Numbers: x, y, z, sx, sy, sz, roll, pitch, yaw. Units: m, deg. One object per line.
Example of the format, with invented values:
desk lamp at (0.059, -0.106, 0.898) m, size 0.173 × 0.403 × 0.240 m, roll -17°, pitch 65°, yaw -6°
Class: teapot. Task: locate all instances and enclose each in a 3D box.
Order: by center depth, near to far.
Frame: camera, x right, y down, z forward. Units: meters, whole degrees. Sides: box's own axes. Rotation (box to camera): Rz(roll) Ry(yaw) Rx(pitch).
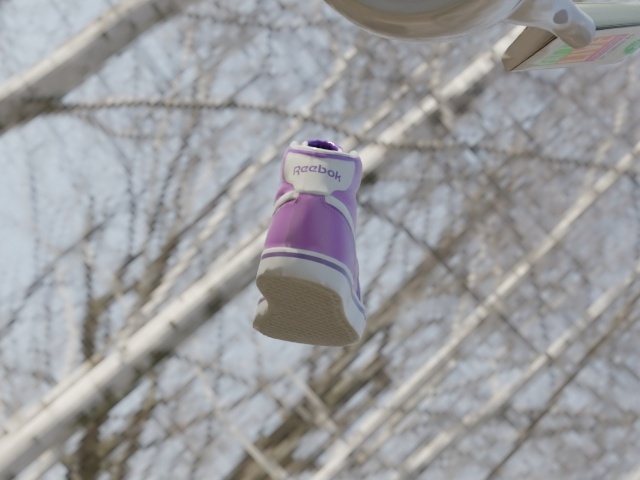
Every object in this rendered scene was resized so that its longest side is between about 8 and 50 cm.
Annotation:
teapot at (0.094, -0.285, 1.564) m, size 0.252 × 0.187 × 0.256 m, roll -2°, pitch -87°, yaw 16°

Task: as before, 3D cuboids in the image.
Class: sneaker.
sneaker at (0.001, 0.000, 1.661) m, size 0.102 × 0.161 × 0.282 m, roll 8°, pitch -18°, yaw -1°

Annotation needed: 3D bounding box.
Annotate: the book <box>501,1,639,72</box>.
book at (0.262, -0.201, 1.824) m, size 0.096 × 0.144 × 0.035 m, roll -41°, pitch -118°, yaw 55°
